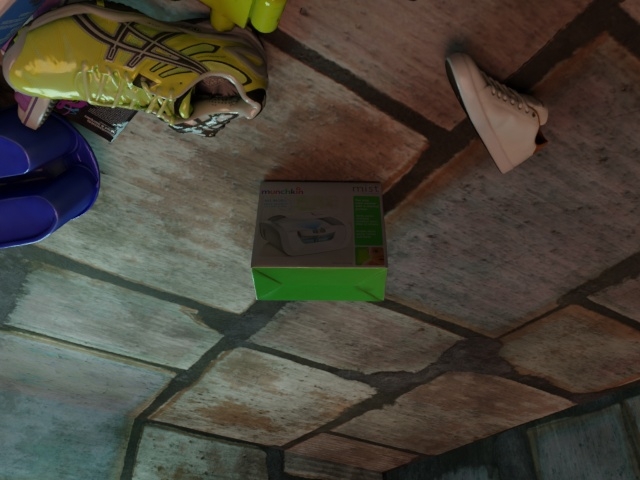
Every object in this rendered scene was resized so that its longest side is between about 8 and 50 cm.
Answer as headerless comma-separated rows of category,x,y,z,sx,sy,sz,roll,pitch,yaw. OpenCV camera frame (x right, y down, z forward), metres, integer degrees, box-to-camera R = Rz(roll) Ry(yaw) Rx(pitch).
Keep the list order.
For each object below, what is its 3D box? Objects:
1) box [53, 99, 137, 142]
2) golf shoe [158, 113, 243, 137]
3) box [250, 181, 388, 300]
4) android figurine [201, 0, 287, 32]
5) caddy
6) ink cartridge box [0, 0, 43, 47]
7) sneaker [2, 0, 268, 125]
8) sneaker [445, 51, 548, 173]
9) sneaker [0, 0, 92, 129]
box,-0.390,-0.256,0.979,0.116,0.029,0.162,32,132,-32
golf shoe,-0.188,-0.233,0.978,0.198,0.077,0.094,-1,156,11
box,0.000,0.000,1.128,0.262,0.231,0.126,1,142,1
android figurine,-0.149,-0.368,0.691,0.248,0.056,0.273,31,168,-12
caddy,-0.600,-0.122,1.045,0.342,0.179,0.241,-8,119,12
ink cartridge box,-0.415,-0.318,0.530,0.395,0.151,0.270,-39,115,10
sneaker,-0.260,-0.253,0.810,0.385,0.147,0.145,-8,147,-16
sneaker,0.311,-0.237,0.934,0.123,0.105,0.290,-30,141,21
sneaker,-0.475,-0.316,0.859,0.161,0.102,0.282,23,127,-20
